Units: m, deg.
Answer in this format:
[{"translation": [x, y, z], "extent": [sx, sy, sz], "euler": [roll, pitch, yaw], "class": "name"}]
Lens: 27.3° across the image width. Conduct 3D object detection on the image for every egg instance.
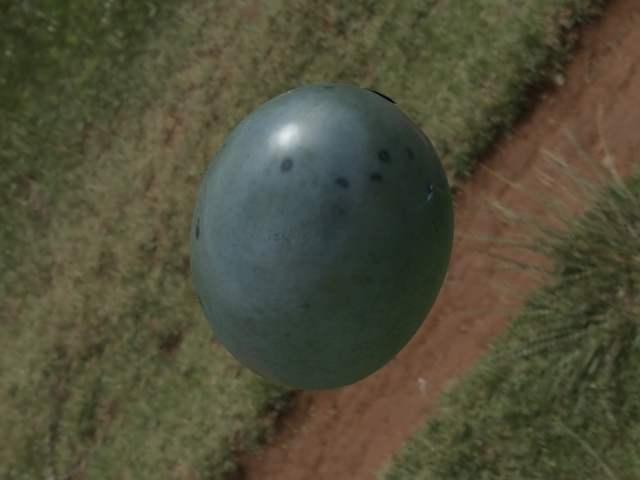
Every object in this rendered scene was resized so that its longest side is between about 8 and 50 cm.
[{"translation": [0.000, 0.000, 0.857], "extent": [0.236, 0.169, 0.169], "euler": [108, 159, -53], "class": "egg"}]
